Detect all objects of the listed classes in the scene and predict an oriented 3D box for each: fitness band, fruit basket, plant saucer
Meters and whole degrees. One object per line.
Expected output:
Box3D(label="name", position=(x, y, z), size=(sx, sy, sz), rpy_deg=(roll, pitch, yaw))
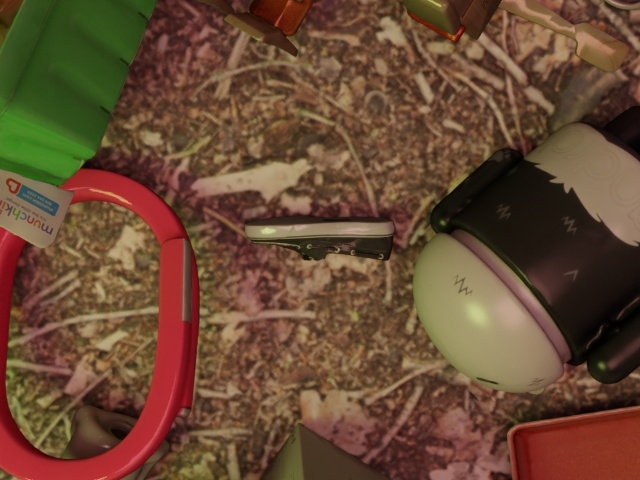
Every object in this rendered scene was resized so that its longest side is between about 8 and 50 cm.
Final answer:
Box3D(label="fitness band", position=(-0.215, 0.077, 1.110), size=(0.209, 0.054, 0.290), rpy_deg=(0, 78, 11))
Box3D(label="fruit basket", position=(-0.324, -0.200, 0.999), size=(0.353, 0.165, 0.327), rpy_deg=(25, 59, -18))
Box3D(label="plant saucer", position=(0.321, 0.278, 1.212), size=(0.259, 0.048, 0.258), rpy_deg=(-9, 100, -1))

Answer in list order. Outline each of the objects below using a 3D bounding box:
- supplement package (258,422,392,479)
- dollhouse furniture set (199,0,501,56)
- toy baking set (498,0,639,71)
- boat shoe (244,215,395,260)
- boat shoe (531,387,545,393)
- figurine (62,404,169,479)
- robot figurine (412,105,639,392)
Box3D(label="supplement package", position=(-0.013, 0.315, 1.133), size=(0.149, 0.194, 0.203), rpy_deg=(33, 98, -8))
Box3D(label="dollhouse furniture set", position=(0.034, -0.275, 1.071), size=(0.259, 0.135, 0.262), rpy_deg=(34, 97, 15))
Box3D(label="toy baking set", position=(0.214, -0.280, 1.121), size=(0.197, 0.030, 0.256), rpy_deg=(-2, 100, -1))
Box3D(label="boat shoe", position=(0.000, 0.000, 1.155), size=(0.142, 0.049, 0.040), rpy_deg=(0, 100, -4))
Box3D(label="boat shoe", position=(0.179, 0.089, 1.180), size=(0.125, 0.046, 0.038), rpy_deg=(46, 53, 7))
Box3D(label="figurine", position=(-0.197, 0.294, 1.142), size=(0.092, 0.215, 0.209), rpy_deg=(17, 107, -50))
Box3D(label="robot figurine", position=(0.213, 0.010, 1.081), size=(0.278, 0.209, 0.173), rpy_deg=(-40, 103, -5))
